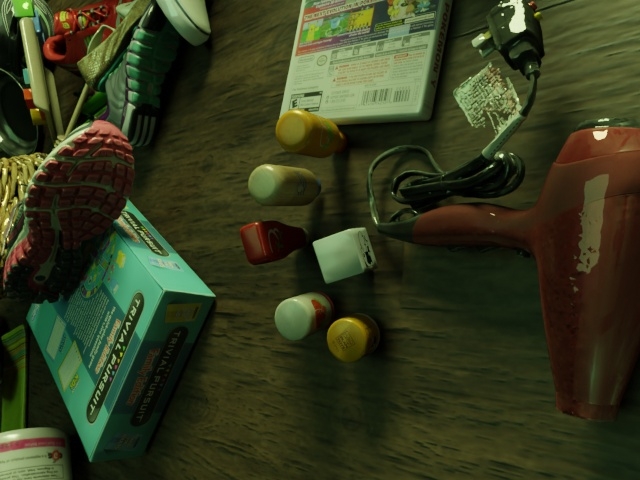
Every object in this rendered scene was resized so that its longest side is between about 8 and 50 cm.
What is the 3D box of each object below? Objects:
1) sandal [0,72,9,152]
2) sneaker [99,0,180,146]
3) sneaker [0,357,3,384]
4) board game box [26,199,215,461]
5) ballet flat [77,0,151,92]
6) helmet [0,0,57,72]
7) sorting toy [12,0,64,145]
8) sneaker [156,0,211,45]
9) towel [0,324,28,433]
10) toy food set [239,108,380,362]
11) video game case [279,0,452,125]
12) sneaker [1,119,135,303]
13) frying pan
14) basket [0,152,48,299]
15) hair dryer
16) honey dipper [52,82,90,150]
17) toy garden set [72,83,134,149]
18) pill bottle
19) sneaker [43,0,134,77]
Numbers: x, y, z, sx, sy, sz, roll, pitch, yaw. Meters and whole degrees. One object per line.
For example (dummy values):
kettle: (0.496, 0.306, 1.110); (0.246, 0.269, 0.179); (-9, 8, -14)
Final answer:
sandal: (-0.785, -0.322, 1.400); (0.060, 0.090, 0.219); (-4, 70, 22)
sneaker: (-0.286, -0.261, 0.860); (0.098, 0.083, 0.223); (21, 99, 24)
sneaker: (-0.736, 0.226, 1.136); (0.281, 0.163, 0.106); (32, 112, 52)
board game box: (-0.306, 0.099, 0.823); (0.336, 0.079, 0.253); (37, 106, 42)
ballet flat: (-0.306, -0.327, 0.890); (0.067, 0.073, 0.206); (43, 93, 1)
helmet: (-0.649, -0.458, 1.226); (0.169, 0.170, 0.161); (54, 135, 37)
sorting toy: (-0.528, -0.282, 1.062); (0.196, 0.047, 0.347); (138, 119, -70)
sneaker: (-0.194, -0.402, 0.820); (0.091, 0.094, 0.258); (-26, 70, 21)
towel: (-0.597, 0.288, 1.106); (0.102, 0.021, 0.237); (-29, 62, 38)
toy food set: (0.000, 0.000, 0.559); (0.111, 0.104, 0.232); (-21, 84, 25)
video game case: (0.044, -0.211, 0.592); (0.201, 0.023, 0.183); (9, 87, 46)
sneaker: (-0.356, -0.046, 0.767); (0.299, 0.121, 0.112); (-48, 50, 26)
frying pan: (-0.662, -0.331, 1.205); (0.197, 0.053, 0.326); (23, 122, 22)
basket: (-0.584, -0.013, 0.971); (0.299, 0.223, 0.213); (-28, 90, 40)
hair dryer: (0.151, -0.011, 0.427); (0.223, 0.080, 0.293); (-55, 42, 42)
honey dipper: (-0.419, -0.213, 0.974); (0.030, 0.031, 0.160); (39, 108, 42)
toy garden set: (-0.382, -0.184, 0.981); (0.204, 0.049, 0.244); (-16, 70, 41)
pill bottle: (-0.439, 0.432, 0.820); (0.160, 0.160, 0.282); (-36, 58, 33)
sneaker: (-0.394, -0.364, 0.985); (0.279, 0.118, 0.107); (-21, 68, 40)
